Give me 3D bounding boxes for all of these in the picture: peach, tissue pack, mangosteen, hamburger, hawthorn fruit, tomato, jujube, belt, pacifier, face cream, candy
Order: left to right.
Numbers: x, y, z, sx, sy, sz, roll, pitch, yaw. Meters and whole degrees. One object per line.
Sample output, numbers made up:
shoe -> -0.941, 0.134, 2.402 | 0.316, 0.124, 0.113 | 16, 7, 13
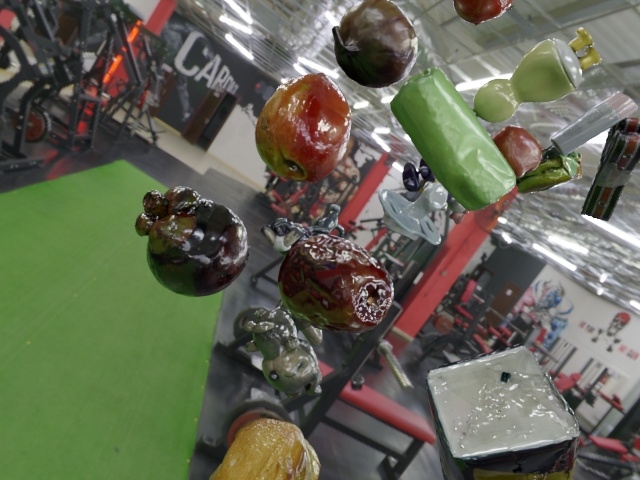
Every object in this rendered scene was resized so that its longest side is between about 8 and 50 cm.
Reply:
mangosteen -> -0.470, 0.006, 1.744 | 0.421, 0.381, 0.381 | 39, 7, -5
hamburger -> -0.156, 0.621, 1.256 | 0.315, 0.290, 0.170 | -8, -59, 45
peach -> -0.050, -0.374, 1.588 | 0.290, 0.372, 0.373 | -6, -25, 43
jujube -> 0.028, 0.104, 1.112 | 0.223, 0.222, 0.318 | 30, -8, -31
pacifier -> 0.314, -0.113, 1.538 | 0.279, 0.207, 0.227 | 22, 38, -37
candy -> 0.302, -0.231, 1.106 | 0.142, 0.132, 0.343 | -39, 94, -39
tomato -> 0.452, -0.689, 1.311 | 0.167, 0.167, 0.167 | 34, 7, -5
tissue pack -> 0.406, 0.466, 1.101 | 0.253, 0.265, 0.416 | -101, 175, -52
hawthorn fruit -> 0.494, -0.231, 1.238 | 0.133, 0.133, 0.137 | -110, 177, -78
hamburger -> 0.716, -0.219, 1.563 | 0.235, 0.214, 0.125 | -13, 78, -41
face cream -> 0.710, -0.304, 1.253 | 0.057, 0.198, 0.084 | 43, 23, -33
belt -> 0.843, -0.192, 1.383 | 0.094, 0.126, 0.359 | 12, -38, 21

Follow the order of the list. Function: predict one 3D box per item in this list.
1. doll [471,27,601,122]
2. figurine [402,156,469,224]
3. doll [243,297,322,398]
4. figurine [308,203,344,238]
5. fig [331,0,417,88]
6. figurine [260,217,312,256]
doll -> 0.478, -0.366, 1.109 | 0.141, 0.297, 0.117 | 43, 42, -32
figurine -> 0.484, -0.189, 1.880 | 0.421, 0.154, 0.193 | 16, 48, -47
doll -> -0.085, 0.408, 1.858 | 0.252, 0.379, 0.382 | -15, -75, 52
figurine -> 0.005, 0.000, 1.775 | 0.140, 0.265, 0.193 | 40, -25, -2
fig -> 0.140, -0.520, 1.288 | 0.235, 0.214, 0.234 | 18, -35, 13
figurine -> -0.085, 0.008, 1.549 | 0.145, 0.145, 0.222 | 37, 5, 22
